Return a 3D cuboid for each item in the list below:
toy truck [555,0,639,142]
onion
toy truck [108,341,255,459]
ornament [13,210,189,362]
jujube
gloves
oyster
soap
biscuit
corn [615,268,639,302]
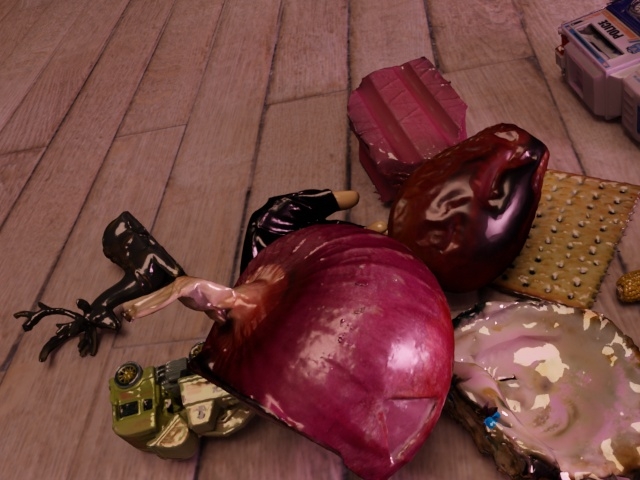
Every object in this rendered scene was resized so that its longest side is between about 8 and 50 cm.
[{"bbox_3d":[0.480,-0.252,0.865,0.156,0.124,0.267,-19,43,10],"label":"toy truck"},{"bbox_3d":[0.017,0.093,0.585,0.256,0.272,0.230,22,65,30],"label":"onion"},{"bbox_3d":[-0.151,0.195,0.684,0.191,0.085,0.116,-16,50,1],"label":"toy truck"},{"bbox_3d":[-0.346,0.070,0.867,0.236,0.080,0.202,-39,52,-18],"label":"ornament"},{"bbox_3d":[0.191,-0.047,0.722,0.236,0.168,0.168,-50,51,-6],"label":"jujube"},{"bbox_3d":[0.000,0.000,0.793,0.204,0.124,0.164,7,64,3],"label":"gloves"},{"bbox_3d":[0.218,0.155,0.599,0.260,0.092,0.198,7,50,12],"label":"oyster"},{"bbox_3d":[0.143,-0.166,0.901,0.182,0.112,0.289,-22,45,-1],"label":"soap"},{"bbox_3d":[0.324,-0.006,0.758,0.139,0.016,0.231,18,56,32],"label":"biscuit"},{"bbox_3d":[0.394,0.048,0.670,0.093,0.037,0.037,-12,46,7],"label":"corn"}]
